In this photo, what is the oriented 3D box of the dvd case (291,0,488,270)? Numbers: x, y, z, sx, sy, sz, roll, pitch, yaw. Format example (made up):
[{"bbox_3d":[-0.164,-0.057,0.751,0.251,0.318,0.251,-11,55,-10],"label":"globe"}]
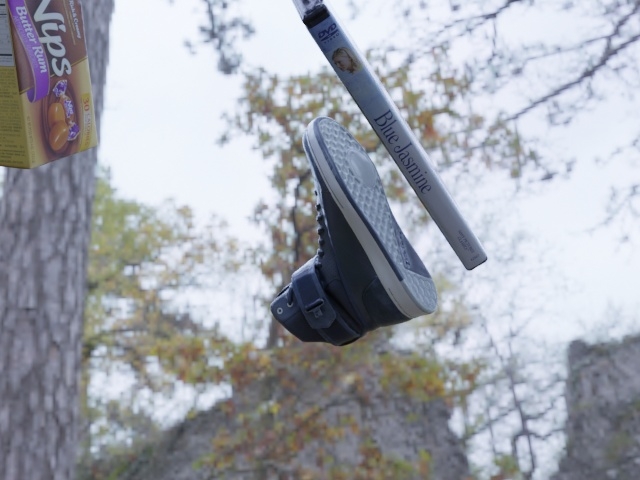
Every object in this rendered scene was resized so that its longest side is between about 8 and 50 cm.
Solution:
[{"bbox_3d":[0.042,-0.110,0.900,0.022,0.180,0.253,-32,-57,8],"label":"dvd case"}]

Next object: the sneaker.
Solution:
[{"bbox_3d":[-0.001,0.001,1.194,0.163,0.226,0.086,-26,1,32],"label":"sneaker"}]

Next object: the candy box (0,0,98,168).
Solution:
[{"bbox_3d":[-0.286,-0.175,1.174,0.053,0.186,0.109,7,20,28],"label":"candy box"}]
